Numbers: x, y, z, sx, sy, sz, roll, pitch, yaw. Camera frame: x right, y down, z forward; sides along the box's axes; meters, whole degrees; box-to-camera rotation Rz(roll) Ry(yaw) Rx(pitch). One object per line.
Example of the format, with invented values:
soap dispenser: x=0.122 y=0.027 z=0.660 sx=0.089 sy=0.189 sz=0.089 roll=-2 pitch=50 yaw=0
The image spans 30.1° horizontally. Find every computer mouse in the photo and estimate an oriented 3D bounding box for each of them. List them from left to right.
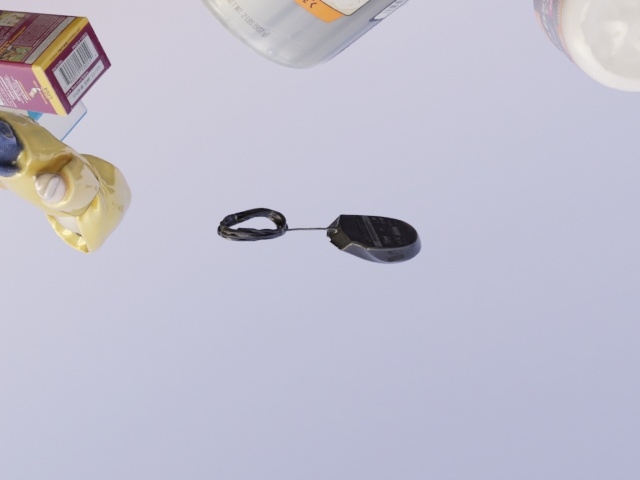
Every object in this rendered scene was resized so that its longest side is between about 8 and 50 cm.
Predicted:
computer mouse: x=0.000 y=0.000 z=1.338 sx=0.242 sy=0.041 sz=0.071 roll=5 pitch=-145 yaw=-17

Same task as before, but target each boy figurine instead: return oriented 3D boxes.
boy figurine: x=-0.271 y=-0.067 z=1.043 sx=0.177 sy=0.285 sz=0.092 roll=27 pitch=-94 yaw=28

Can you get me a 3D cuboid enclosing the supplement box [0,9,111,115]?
supplement box: x=-0.189 y=-0.117 z=0.781 sx=0.083 sy=0.043 sz=0.055 roll=11 pitch=-128 yaw=31

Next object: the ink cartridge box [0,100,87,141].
ink cartridge box: x=-0.434 y=-0.187 z=1.605 sx=0.190 sy=0.082 sz=0.140 roll=34 pitch=-102 yaw=24

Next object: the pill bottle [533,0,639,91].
pill bottle: x=0.328 y=-0.270 z=1.342 sx=0.162 sy=0.162 sz=0.278 roll=-29 pitch=-164 yaw=9

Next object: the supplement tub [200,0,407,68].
supplement tub: x=0.047 y=-0.292 z=0.936 sx=0.316 sy=0.193 sz=0.193 roll=-34 pitch=-160 yaw=35
